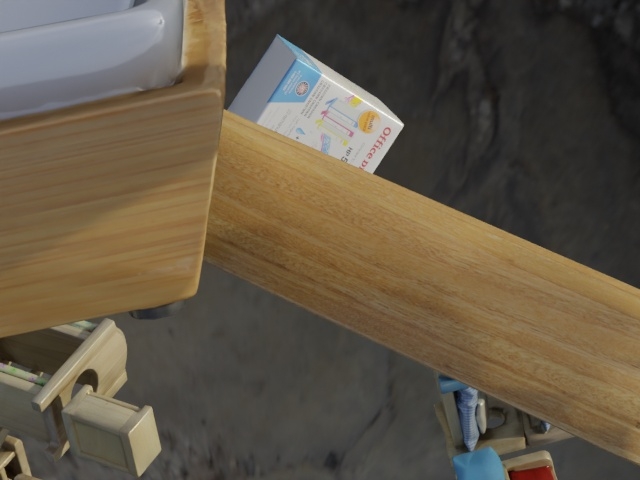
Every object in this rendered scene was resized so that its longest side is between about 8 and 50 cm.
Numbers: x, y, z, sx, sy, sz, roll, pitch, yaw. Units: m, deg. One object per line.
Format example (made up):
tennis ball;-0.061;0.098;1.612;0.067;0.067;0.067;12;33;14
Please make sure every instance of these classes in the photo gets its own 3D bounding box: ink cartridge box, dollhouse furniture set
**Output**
ink cartridge box;0.001;-0.108;1.693;0.143;0.090;0.092;30;100;-22
dollhouse furniture set;-0.171;0.136;1.300;0.181;0.161;0.101;15;44;25
dollhouse furniture set;0.155;0.131;1.353;0.129;0.129;0.184;-15;39;1

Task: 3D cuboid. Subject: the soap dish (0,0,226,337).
soap dish;-0.174;-0.034;0.717;0.290;0.229;0.118;-12;109;1

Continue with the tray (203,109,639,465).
tray;0.000;0.000;0.927;0.410;0.203;0.076;25;88;18
